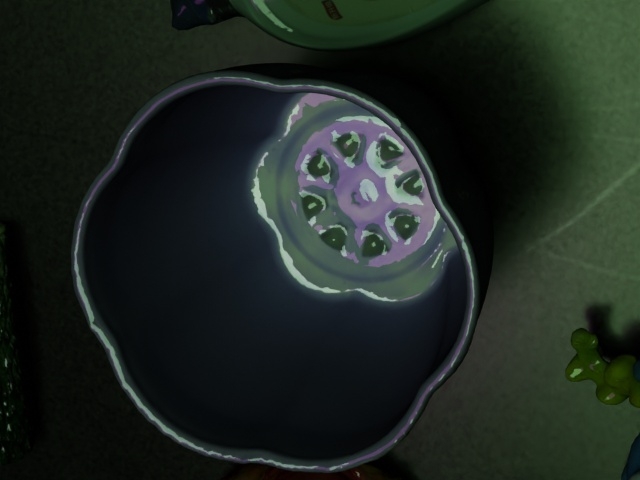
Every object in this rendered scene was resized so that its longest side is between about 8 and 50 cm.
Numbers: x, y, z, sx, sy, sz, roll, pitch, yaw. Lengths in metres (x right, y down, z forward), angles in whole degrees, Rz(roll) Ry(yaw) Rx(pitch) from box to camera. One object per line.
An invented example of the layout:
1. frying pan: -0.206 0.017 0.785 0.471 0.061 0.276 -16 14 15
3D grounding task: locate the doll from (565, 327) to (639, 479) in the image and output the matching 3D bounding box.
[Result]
1. doll: 0.289 0.213 1.262 0.099 0.341 0.346 -31 107 -12

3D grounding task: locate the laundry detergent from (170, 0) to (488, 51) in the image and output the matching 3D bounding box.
1. laundry detergent: 0.008 -0.231 1.319 0.280 0.105 0.215 -20 98 22

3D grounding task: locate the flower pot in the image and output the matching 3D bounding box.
1. flower pot: 0.000 0.000 1.307 0.265 0.243 0.265 3 102 16

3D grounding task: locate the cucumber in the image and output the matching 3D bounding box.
1. cucumber: -0.258 0.081 1.502 0.058 0.058 0.187 -2 103 17

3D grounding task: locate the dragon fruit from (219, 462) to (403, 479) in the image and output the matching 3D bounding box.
1. dragon fruit: -0.021 0.275 1.433 0.223 0.148 0.218 -6 103 18
